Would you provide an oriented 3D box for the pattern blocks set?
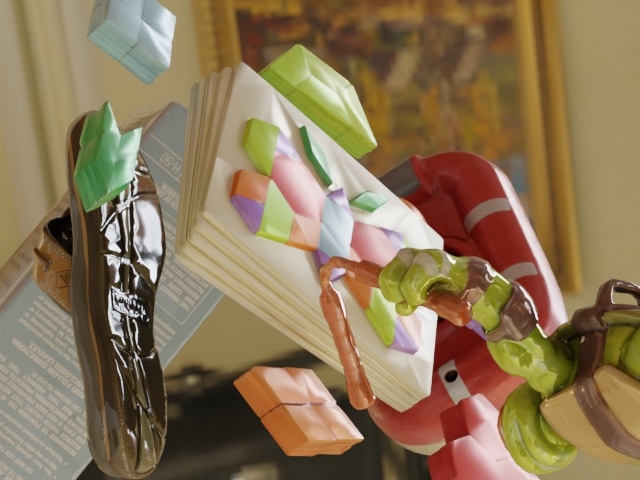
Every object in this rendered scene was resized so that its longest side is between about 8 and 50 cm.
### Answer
[{"bbox_3d":[0.000,0.000,1.055,0.026,0.325,0.285,-35,-137,31],"label":"pattern blocks set"}]

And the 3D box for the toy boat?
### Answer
[{"bbox_3d":[0.065,0.025,1.295,0.151,0.151,0.231,-33,-133,14],"label":"toy boat"}]

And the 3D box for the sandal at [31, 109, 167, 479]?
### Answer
[{"bbox_3d":[-0.126,0.029,1.085,0.060,0.219,0.090,-13,159,18],"label":"sandal"}]

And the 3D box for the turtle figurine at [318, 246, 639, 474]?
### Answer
[{"bbox_3d":[0.143,0.069,0.793,0.217,0.269,0.087,-23,-153,55],"label":"turtle figurine"}]

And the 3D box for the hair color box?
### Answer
[{"bbox_3d":[-0.190,0.083,1.327,0.374,0.113,0.185,-50,-169,-6],"label":"hair color box"}]
